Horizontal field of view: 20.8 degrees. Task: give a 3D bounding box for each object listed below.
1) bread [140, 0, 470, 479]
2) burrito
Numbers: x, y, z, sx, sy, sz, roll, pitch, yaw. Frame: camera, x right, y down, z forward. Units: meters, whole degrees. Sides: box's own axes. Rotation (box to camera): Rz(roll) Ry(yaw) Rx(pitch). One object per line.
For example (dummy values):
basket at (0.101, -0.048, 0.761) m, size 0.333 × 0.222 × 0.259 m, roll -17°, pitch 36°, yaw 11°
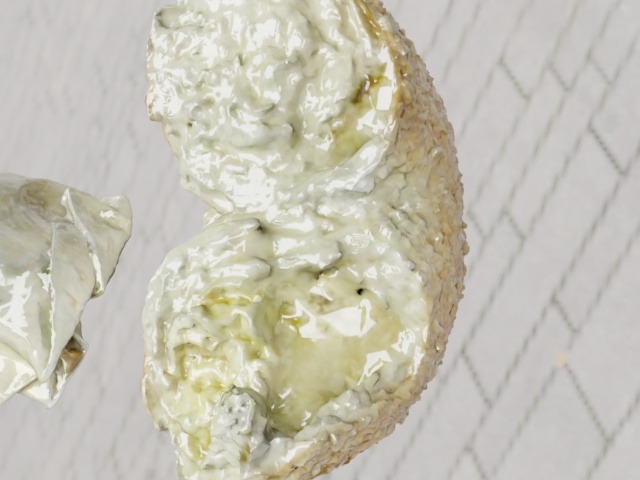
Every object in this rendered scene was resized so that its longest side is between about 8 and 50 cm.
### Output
bread at (0.001, 0.005, 1.001) m, size 0.171 × 0.192 × 0.314 m, roll -6°, pitch 68°, yaw 22°
burrito at (-0.200, -0.013, 0.598) m, size 0.059 × 0.275 × 0.082 m, roll 92°, pitch -164°, yaw -54°
